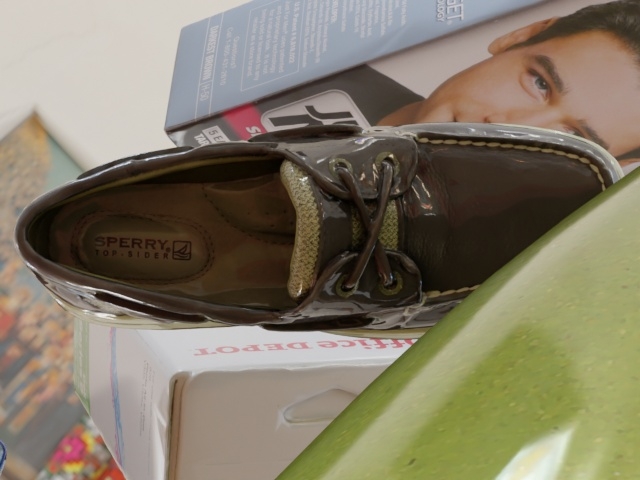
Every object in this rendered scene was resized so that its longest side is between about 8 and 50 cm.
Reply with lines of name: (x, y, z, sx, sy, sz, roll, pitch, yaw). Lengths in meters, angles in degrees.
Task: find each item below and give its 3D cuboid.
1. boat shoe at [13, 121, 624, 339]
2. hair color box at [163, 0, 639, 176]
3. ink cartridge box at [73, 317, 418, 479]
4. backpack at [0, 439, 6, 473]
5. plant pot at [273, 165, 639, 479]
boat shoe: (-0.001, -0.001, 0.558, 0.223, 0.073, 0.080, -3, -91, 8)
hair color box: (0.098, -0.112, 1.108, 0.374, 0.114, 0.185, -17, -43, 24)
ink cartridge box: (-0.032, 0.071, 0.805, 0.154, 0.212, 0.093, -2, -77, -21)
backpack: (-0.272, 0.170, 1.038, 0.105, 0.084, 0.114, 19, -84, -22)
plant pot: (0.137, 0.083, 0.449, 0.274, 0.293, 0.275, 21, -42, 20)
